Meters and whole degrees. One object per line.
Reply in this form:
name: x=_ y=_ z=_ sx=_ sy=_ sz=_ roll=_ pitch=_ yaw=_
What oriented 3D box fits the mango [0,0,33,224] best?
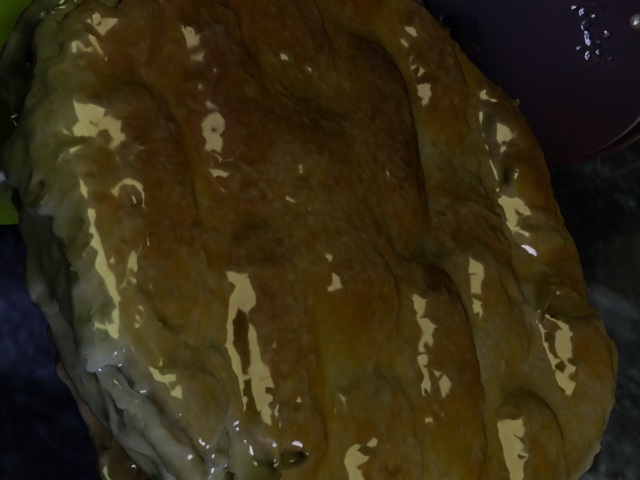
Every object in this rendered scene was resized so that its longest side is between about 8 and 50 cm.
mango: x=-0.131 y=-0.064 z=0.755 sx=0.163 sy=0.089 sz=0.117 roll=0 pitch=58 yaw=-37

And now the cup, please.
cup: x=0.133 y=-0.174 z=0.966 sx=0.196 sy=0.196 sz=0.279 roll=39 pitch=37 yaw=-8

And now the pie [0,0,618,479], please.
pie: x=0.000 y=0.000 z=0.742 sx=0.339 sy=0.083 sz=0.339 roll=26 pitch=50 yaw=-37
